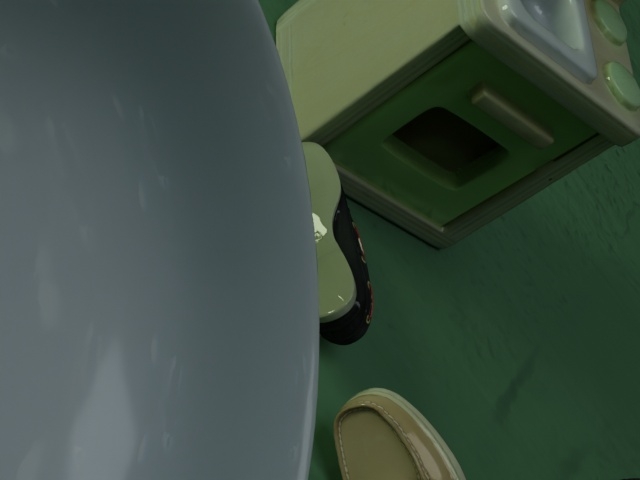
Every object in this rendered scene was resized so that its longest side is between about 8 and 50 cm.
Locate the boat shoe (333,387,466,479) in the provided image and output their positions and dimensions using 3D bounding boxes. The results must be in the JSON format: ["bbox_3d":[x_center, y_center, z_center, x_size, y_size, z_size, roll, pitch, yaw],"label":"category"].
[{"bbox_3d":[0.047,0.158,0.742,0.059,0.063,0.170,-6,68,-58],"label":"boat shoe"}]

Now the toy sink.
[{"bbox_3d":[0.105,-0.118,0.884,0.153,0.234,0.131,29,42,-35],"label":"toy sink"}]

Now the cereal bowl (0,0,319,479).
[{"bbox_3d":[-0.121,0.035,0.515,0.339,0.141,0.339,-1,90,-70],"label":"cereal bowl"}]

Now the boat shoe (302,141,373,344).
[{"bbox_3d":[-0.002,0.001,0.830,0.042,0.049,0.133,58,14,-52],"label":"boat shoe"}]

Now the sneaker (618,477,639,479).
[{"bbox_3d":[0.165,0.272,0.756,0.121,0.111,0.300,61,32,-54],"label":"sneaker"}]
